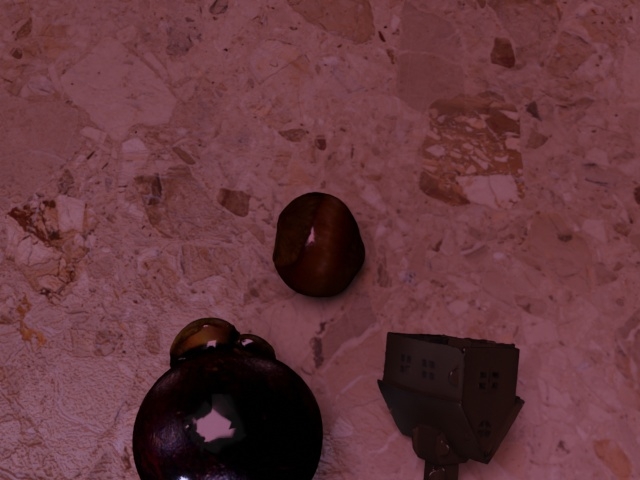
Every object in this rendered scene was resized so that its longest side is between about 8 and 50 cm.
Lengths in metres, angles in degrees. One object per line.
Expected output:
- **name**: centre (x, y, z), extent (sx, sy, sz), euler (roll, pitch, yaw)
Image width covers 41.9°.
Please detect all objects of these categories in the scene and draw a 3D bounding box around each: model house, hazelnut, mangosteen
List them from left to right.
- **mangosteen**: centre (-0.151, 0.289, 1.343), extent (0.306, 0.307, 0.347), euler (-14, 47, 6)
- **hazelnut**: centre (0.000, 0.000, 1.515), extent (0.178, 0.178, 0.204), euler (-14, 33, 6)
- **model house**: centre (0.218, 0.279, 1.333), extent (0.211, 0.204, 0.243), euler (2, 87, 58)
